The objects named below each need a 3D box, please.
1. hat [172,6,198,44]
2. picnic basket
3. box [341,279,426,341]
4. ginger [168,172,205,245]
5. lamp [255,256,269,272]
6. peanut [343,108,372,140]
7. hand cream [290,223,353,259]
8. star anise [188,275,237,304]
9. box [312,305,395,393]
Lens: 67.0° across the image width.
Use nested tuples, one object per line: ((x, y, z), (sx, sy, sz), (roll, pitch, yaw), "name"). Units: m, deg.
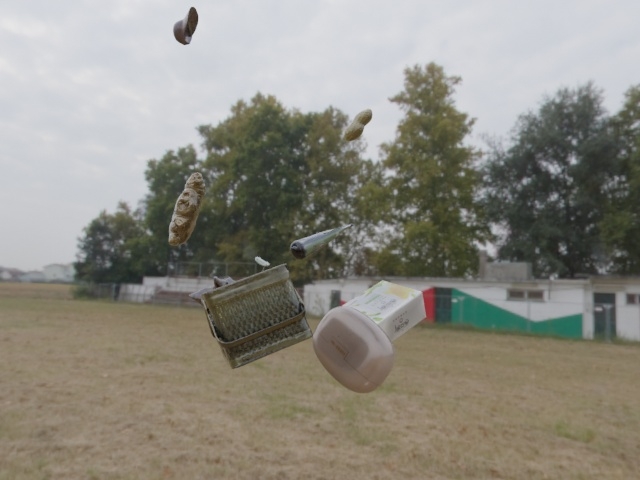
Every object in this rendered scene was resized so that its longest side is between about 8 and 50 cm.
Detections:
((-0.316, -0.501, 1.121), (0.042, 0.087, 0.058), (21, 25, 1), "hat")
((-0.132, 0.143, 0.932), (0.165, 0.139, 0.266), (-20, -2, -16), "picnic basket")
((0.205, 0.254, 1.664), (0.260, 0.111, 0.194), (-25, 24, -34), "box")
((-0.375, -0.082, 1.359), (0.074, 0.138, 0.213), (21, -54, -19), "ginger")
((-0.245, 0.160, 1.809), (0.056, 0.199, 0.050), (22, 14, 6), "lamp")
((0.082, -0.251, 1.048), (0.037, 0.083, 0.037), (34, 7, -5), "peanut")
((0.000, 0.000, 1.402), (0.086, 0.055, 0.235), (-23, 1, 44), "hand cream")
((-0.258, 0.198, 1.609), (0.349, 0.109, 0.292), (13, -21, -17), "star anise")
((0.068, 0.228, 1.026), (0.088, 0.146, 0.200), (30, 5, -44), "box")
